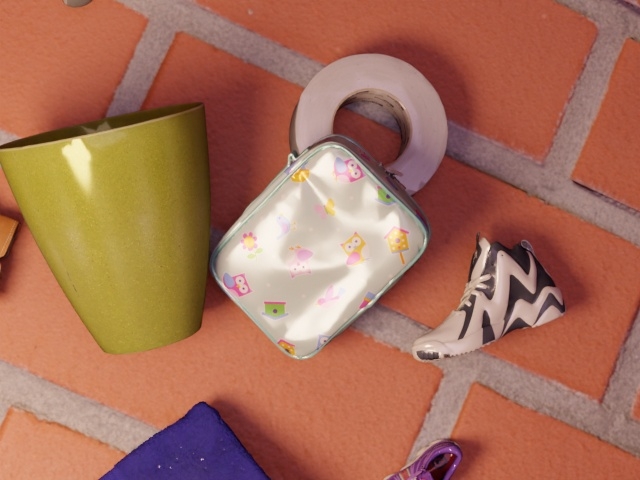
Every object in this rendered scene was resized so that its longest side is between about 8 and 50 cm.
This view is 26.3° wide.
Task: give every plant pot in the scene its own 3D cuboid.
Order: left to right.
[{"bbox_3d":[-0.257,-0.009,1.797,0.275,0.275,0.293,-13,100,-9],"label":"plant pot"}]

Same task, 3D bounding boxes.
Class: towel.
[{"bbox_3d":[-0.207,0.383,1.799,0.308,0.076,0.227,-38,64,-8],"label":"towel"}]

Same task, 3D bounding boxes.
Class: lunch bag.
[{"bbox_3d":[0.000,0.000,1.843,0.224,0.108,0.279,46,104,1],"label":"lunch bag"}]

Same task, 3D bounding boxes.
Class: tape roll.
[{"bbox_3d":[0.067,-0.151,1.934,0.219,0.072,0.219,1,82,-8],"label":"tape roll"}]

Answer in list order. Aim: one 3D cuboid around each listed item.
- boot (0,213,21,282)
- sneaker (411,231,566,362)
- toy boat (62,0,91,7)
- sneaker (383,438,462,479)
[{"bbox_3d":[-0.542,0.058,1.821,0.220,0.109,0.283,20,73,-9],"label":"boot"},{"bbox_3d":[0.216,0.071,1.915,0.235,0.094,0.153,-20,84,-10],"label":"sneaker"},{"bbox_3d":[-0.292,-0.482,1.907,0.267,0.148,0.318,23,73,-9],"label":"toy boat"},{"bbox_3d":[0.128,0.337,1.879,0.068,0.071,0.170,44,80,0],"label":"sneaker"}]
